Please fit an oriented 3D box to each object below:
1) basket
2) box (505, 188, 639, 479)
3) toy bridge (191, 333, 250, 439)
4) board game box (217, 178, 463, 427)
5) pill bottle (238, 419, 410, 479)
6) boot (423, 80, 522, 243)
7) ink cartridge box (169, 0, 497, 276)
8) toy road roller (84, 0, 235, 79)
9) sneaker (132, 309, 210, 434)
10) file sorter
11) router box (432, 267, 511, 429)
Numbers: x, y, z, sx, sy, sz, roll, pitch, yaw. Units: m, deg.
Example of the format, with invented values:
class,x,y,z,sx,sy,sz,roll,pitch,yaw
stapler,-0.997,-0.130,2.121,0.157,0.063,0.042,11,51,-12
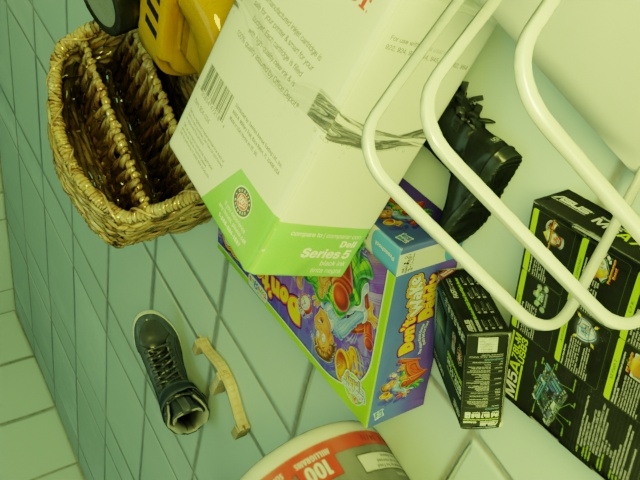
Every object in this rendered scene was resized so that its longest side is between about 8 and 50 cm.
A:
class,x,y,z,sx,sy,sz,roll,pitch,yaw
basket,-0.261,-0.164,1.149,0.223,0.214,0.299,-37,71,61
box,0.217,0.085,0.602,0.184,0.045,0.190,42,139,48
toy bridge,-0.166,0.235,1.374,0.188,0.026,0.063,60,146,25
board game box,0.000,0.000,0.908,0.347,0.078,0.233,45,140,42
pill bottle,0.062,0.389,0.855,0.363,0.210,0.210,54,145,33
boot,0.113,-0.067,0.709,0.099,0.045,0.121,54,138,29
ink cartridge box,-0.004,-0.133,0.718,0.272,0.115,0.198,-59,46,28
toy road roller,-0.097,-0.294,0.824,0.240,0.203,0.329,51,151,15
sneaker,-0.268,0.243,1.480,0.163,0.086,0.226,31,141,66
file sorter,0.176,-0.068,0.382,0.193,0.173,0.278,43,157,-16
router box,0.128,0.090,0.715,0.122,0.038,0.092,-99,7,-66
